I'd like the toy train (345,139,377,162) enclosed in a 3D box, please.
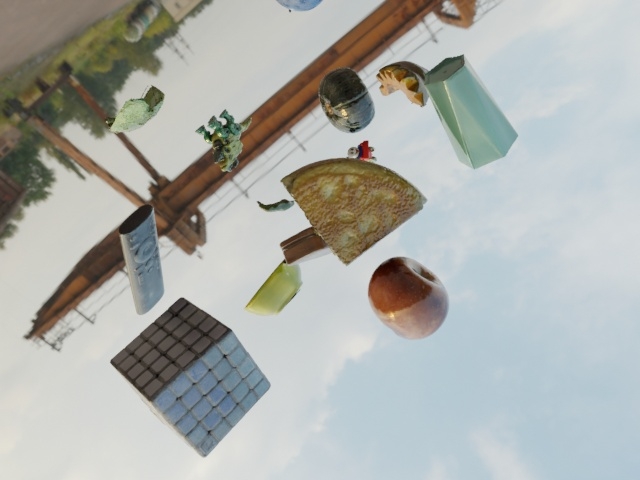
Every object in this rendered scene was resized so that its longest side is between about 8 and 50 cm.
[{"bbox_3d":[0.156,-0.310,2.330,0.131,0.204,0.082,-2,-109,9],"label":"toy train"}]

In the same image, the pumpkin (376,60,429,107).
[{"bbox_3d":[0.273,-0.505,1.789,0.149,0.130,0.254,-36,-151,-6],"label":"pumpkin"}]

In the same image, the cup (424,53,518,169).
[{"bbox_3d":[0.334,-0.293,1.343,0.134,0.235,0.148,-41,-150,0],"label":"cup"}]

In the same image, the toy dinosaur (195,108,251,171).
[{"bbox_3d":[-0.284,-0.336,1.827,0.094,0.153,0.259,-14,-142,35],"label":"toy dinosaur"}]

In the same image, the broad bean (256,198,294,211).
[{"bbox_3d":[-0.193,-0.156,2.659,0.046,0.195,0.061,-49,-128,48],"label":"broad bean"}]

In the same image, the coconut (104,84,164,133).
[{"bbox_3d":[-0.354,-0.246,1.129,0.133,0.055,0.158,-29,-159,25],"label":"coconut"}]

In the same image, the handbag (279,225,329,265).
[{"bbox_3d":[0.000,0.000,1.550,0.193,0.072,0.151,-14,169,-46],"label":"handbag"}]

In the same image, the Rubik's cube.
[{"bbox_3d":[-0.304,0.317,1.388,0.237,0.237,0.238,-45,-142,-23],"label":"Rubik's cube"}]

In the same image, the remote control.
[{"bbox_3d":[-0.447,0.060,1.496,0.107,0.044,0.377,-58,169,-36],"label":"remote control"}]

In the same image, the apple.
[{"bbox_3d":[0.200,0.138,1.375,0.162,0.201,0.201,-55,-158,19],"label":"apple"}]

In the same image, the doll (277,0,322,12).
[{"bbox_3d":[-0.100,-0.626,1.360,0.161,0.257,0.215,134,-26,-67],"label":"doll"}]

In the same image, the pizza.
[{"bbox_3d":[0.084,-0.113,1.393,0.268,0.257,0.087,-35,-162,1],"label":"pizza"}]

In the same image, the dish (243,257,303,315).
[{"bbox_3d":[-0.139,0.165,2.011,0.262,0.108,0.221,-50,-179,10],"label":"dish"}]

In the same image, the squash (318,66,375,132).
[{"bbox_3d":[0.098,-0.534,2.244,0.165,0.252,0.252,-28,-156,-12],"label":"squash"}]
